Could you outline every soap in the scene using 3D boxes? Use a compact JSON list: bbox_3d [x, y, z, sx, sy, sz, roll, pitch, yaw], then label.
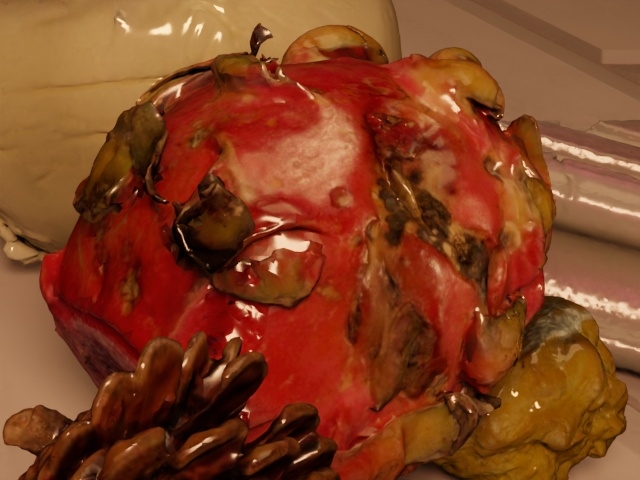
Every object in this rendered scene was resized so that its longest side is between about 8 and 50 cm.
[{"bbox_3d":[0.191,-0.025,1.384,0.302,0.159,0.258,17,25,5],"label":"soap"}]

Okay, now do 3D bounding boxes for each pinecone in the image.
[{"bbox_3d":[-0.056,0.157,0.780,0.169,0.212,0.185,-22,-17,-4],"label":"pinecone"}]

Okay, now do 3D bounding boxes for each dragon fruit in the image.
[{"bbox_3d":[0.000,0.000,0.996,0.291,0.269,0.250,-40,31,-16],"label":"dragon fruit"}]

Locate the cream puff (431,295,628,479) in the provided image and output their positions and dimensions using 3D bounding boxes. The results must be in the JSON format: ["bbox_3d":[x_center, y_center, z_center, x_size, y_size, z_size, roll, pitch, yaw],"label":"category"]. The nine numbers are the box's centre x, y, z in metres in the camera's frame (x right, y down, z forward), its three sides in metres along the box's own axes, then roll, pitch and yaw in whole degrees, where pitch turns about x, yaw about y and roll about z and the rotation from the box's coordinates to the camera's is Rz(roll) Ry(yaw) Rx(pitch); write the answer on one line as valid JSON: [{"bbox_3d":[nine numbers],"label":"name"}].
[{"bbox_3d":[0.124,0.107,1.099,0.146,0.116,0.146,-27,21,11],"label":"cream puff"}]

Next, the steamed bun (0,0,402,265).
[{"bbox_3d":[-0.097,-0.090,1.225,0.312,0.232,0.334,1,14,21],"label":"steamed bun"}]
